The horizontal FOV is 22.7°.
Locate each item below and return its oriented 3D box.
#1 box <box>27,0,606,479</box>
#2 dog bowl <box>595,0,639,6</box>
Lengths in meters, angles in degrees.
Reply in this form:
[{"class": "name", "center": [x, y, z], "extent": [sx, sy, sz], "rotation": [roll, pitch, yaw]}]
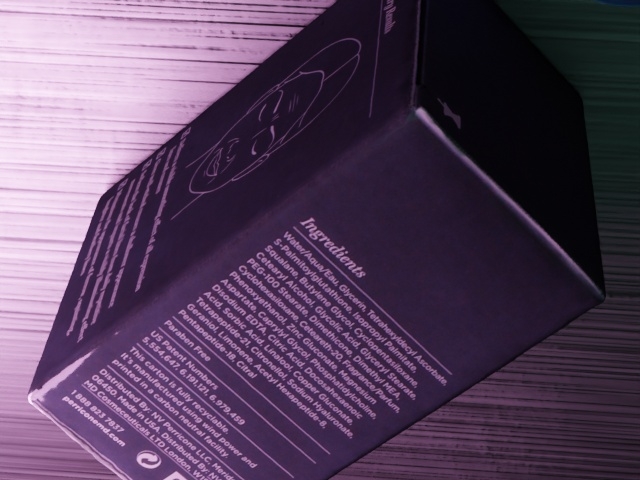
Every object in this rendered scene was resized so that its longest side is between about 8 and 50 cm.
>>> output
[{"class": "box", "center": [0.000, 0.000, 1.258], "extent": [0.395, 0.293, 0.212], "rotation": [-37, 113, 26]}, {"class": "dog bowl", "center": [0.200, -0.313, 1.162], "extent": [0.166, 0.074, 0.297], "rotation": [-28, 117, 22]}]
